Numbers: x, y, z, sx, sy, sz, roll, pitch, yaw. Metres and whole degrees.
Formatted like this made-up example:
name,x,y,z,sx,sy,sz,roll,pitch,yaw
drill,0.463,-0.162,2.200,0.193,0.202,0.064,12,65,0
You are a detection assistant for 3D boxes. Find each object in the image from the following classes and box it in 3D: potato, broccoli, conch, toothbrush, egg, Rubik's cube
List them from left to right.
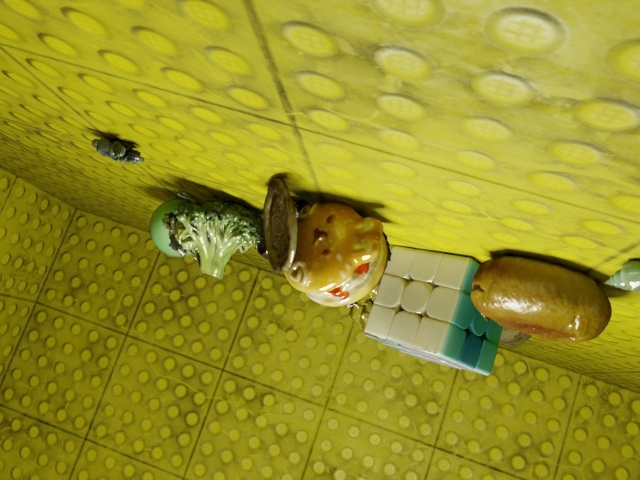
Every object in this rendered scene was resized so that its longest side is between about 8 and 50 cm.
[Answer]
name,x,y,z,sx,sy,sz,roll,pitch,yaw
egg,-0.529,-0.048,2.286,0.220,0.220,0.270,22,166,-16
toothbrush,-0.406,-0.125,2.223,0.263,0.022,0.026,26,156,-36
broccoli,-0.351,-0.033,2.038,0.324,0.272,0.334,41,163,-10
Rubik's cube,0.356,0.210,1.820,0.291,0.291,0.290,8,164,45
potato,0.646,0.281,2.079,0.165,0.164,0.262,15,173,23
conch,0.650,0.079,1.221,0.088,0.065,0.180,24,163,-20

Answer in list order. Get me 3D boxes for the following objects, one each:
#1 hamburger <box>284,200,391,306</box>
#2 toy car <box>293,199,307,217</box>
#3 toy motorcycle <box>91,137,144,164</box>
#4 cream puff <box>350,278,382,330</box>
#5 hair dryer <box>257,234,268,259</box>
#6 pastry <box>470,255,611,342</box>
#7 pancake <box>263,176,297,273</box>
name,x,y,z,sx,sy,sz,roll,pitch,yaw
hamburger,0.041,0.029,1.562,0.303,0.260,0.186,8,161,34
toy car,-0.041,-0.062,1.742,0.080,0.070,0.171,9,165,44
toy motorcycle,-0.585,-0.258,1.730,0.124,0.061,0.193,19,-179,-41
cream puff,0.187,0.197,2.144,0.270,0.274,0.323,13,170,-22
hair dryer,0.000,0.000,1.931,0.304,0.120,0.359,4,166,-37
pastry,0.549,0.153,1.537,0.356,0.163,0.356,21,169,4
pancake,-0.107,-0.042,1.556,0.031,0.249,0.250,-4,179,-21
